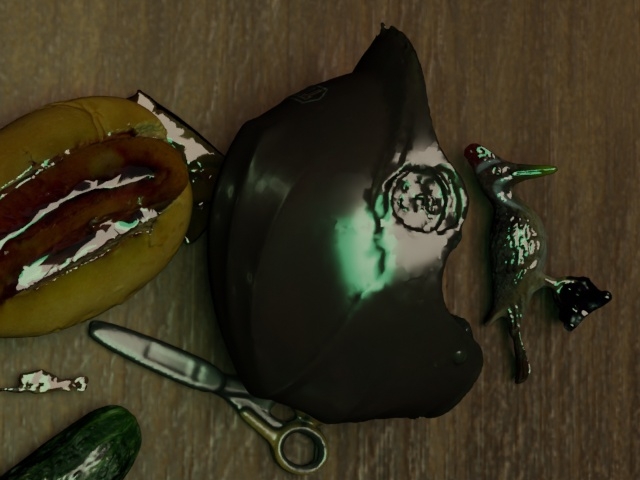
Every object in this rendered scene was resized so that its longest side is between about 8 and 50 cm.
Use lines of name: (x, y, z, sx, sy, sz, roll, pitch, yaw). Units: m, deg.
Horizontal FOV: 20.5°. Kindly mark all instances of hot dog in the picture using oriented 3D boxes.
hot dog: (-0.202, 0.004, 1.312, 0.194, 0.107, 0.326, 44, 71, -7)

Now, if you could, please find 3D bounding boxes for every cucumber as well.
cucumber: (-0.226, 0.210, 1.307, 0.241, 0.074, 0.074, -39, 98, -21)

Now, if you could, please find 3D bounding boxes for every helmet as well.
helmet: (0.000, 0.000, 1.338, 0.177, 0.225, 0.305, -12, 96, -12)

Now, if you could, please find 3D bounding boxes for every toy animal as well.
toy animal: (0.169, 0.010, 1.483, 0.105, 0.070, 0.202, -22, 97, -3)

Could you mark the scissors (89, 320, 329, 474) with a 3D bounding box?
scissors: (-0.083, 0.112, 1.401, 0.220, 0.017, 0.088, 25, 80, -16)
